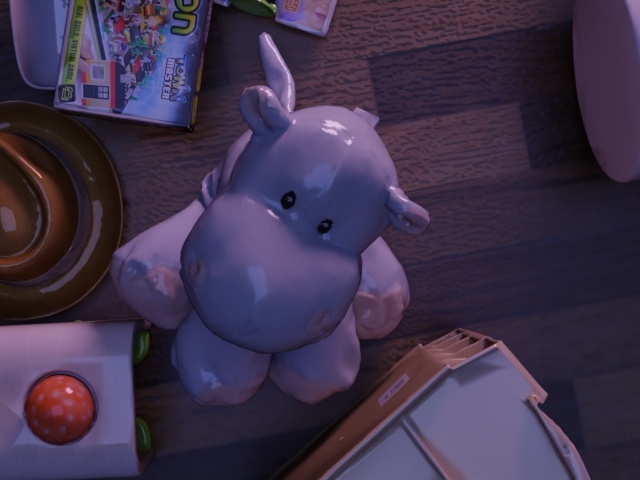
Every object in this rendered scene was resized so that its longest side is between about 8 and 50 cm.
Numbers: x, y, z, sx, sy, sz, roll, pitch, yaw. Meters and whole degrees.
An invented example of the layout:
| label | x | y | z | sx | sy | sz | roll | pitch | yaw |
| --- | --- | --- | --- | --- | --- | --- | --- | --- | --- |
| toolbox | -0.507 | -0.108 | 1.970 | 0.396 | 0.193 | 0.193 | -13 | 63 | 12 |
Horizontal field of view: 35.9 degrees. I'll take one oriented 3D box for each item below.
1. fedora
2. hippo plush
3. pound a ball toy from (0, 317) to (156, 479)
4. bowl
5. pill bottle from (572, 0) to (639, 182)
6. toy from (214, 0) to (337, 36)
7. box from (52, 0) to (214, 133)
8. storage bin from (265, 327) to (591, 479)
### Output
| label | x | y | z | sx | sy | sz | roll | pitch | yaw |
| --- | --- | --- | --- | --- | --- | --- | --- | --- | --- |
| fedora | -0.263 | -0.029 | 0.836 | 0.194 | 0.079 | 0.194 | 0 | 84 | 0 |
| hippo plush | 0.000 | 0.000 | 0.738 | 0.234 | 0.236 | 0.294 | 36 | 77 | -13 |
| pound a ball toy | -0.254 | 0.172 | 0.808 | 0.319 | 0.136 | 0.208 | -2 | 88 | 1 |
| bowl | -0.191 | -0.199 | 0.857 | 0.142 | 0.053 | 0.142 | -6 | 89 | 1 |
| pill bottle | 0.419 | -0.160 | 0.764 | 0.407 | 0.229 | 0.229 | -9 | 89 | 0 |
| toy | -0.025 | -0.312 | 0.858 | 0.136 | 0.056 | 0.237 | 17 | 89 | -1 |
| box | -0.146 | -0.200 | 0.813 | 0.114 | 0.036 | 0.207 | 8 | 88 | -1 |
| storage bin | 0.053 | 0.192 | 0.743 | 0.260 | 0.262 | 0.123 | -41 | 86 | -1 |
